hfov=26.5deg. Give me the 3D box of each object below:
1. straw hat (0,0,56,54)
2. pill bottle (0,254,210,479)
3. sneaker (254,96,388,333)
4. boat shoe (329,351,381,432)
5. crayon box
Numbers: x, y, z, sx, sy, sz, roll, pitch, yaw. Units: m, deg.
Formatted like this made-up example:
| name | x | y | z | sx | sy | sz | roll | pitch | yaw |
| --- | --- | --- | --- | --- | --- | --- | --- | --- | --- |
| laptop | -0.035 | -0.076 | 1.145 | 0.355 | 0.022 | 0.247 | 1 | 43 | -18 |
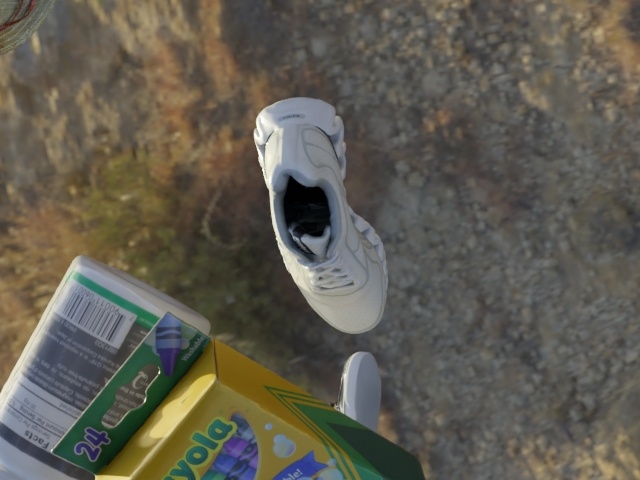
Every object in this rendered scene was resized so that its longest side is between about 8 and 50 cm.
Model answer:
| name | x | y | z | sx | sy | sz | roll | pitch | yaw |
| --- | --- | --- | --- | --- | --- | --- | --- | --- | --- |
| straw hat | -0.253 | -0.194 | 0.927 | 0.061 | 0.145 | 0.144 | 43 | 132 | 44 |
| pill bottle | -0.312 | 0.219 | 1.771 | 0.204 | 0.204 | 0.361 | 27 | 88 | 41 |
| sneaker | 0.000 | 0.000 | 1.391 | 0.118 | 0.110 | 0.292 | -92 | -15 | -50 |
| boat shoe | 0.040 | 0.268 | 1.979 | 0.076 | 0.080 | 0.228 | 8 | 111 | 30 |
| crayon box | -0.078 | 0.237 | 1.349 | 0.203 | 0.323 | 0.083 | -50 | 23 | 17 |
